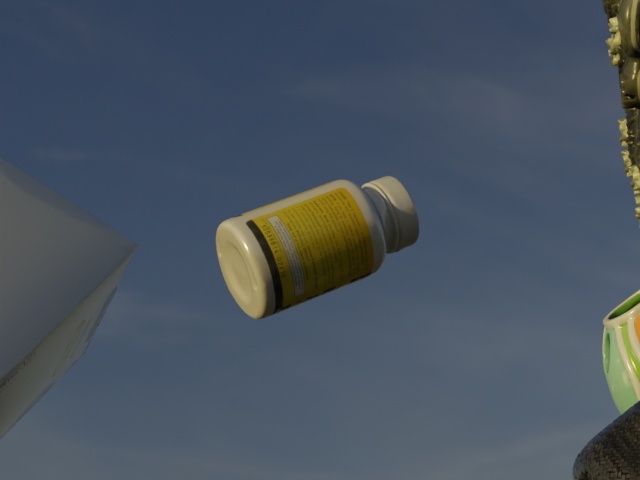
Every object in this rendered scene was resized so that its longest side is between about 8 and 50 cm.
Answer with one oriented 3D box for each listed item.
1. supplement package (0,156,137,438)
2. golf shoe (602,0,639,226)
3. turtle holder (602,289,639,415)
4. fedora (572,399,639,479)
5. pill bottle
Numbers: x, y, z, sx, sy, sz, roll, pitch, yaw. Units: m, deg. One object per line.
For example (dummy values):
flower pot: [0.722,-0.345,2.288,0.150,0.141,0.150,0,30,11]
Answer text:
supplement package: [-0.315,0.055,1.117,0.204,0.262,0.145,32,-58,3]
golf shoe: [0.286,-0.090,1.012,0.120,0.105,0.273,-10,-46,8]
turtle holder: [0.510,0.160,1.835,0.243,0.227,0.320,-40,-4,27]
fedora: [0.284,0.195,0.961,0.152,0.334,0.334,-24,-21,-5]
pill bottle: [0.000,0.000,0.820,0.116,0.065,0.065,-21,-15,-22]
